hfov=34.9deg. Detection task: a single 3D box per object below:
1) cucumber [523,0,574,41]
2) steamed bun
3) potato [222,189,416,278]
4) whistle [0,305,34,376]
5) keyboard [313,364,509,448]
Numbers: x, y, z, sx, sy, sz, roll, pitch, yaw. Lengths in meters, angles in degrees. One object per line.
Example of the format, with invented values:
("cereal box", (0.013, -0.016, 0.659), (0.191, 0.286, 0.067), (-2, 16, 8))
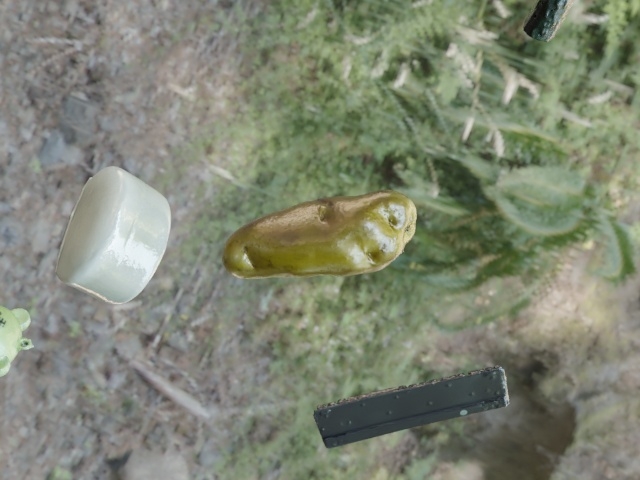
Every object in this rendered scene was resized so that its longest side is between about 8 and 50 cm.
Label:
("cucumber", (0.428, -0.445, 1.761), (0.211, 0.062, 0.078), (-61, -177, 43))
("steamed bun", (-0.378, -0.011, 1.900), (0.146, 0.164, 0.241), (32, 66, -39))
("potato", (0.000, 0.000, 1.904), (0.176, 0.369, 0.195), (79, 0, -49))
("whistle", (-0.592, 0.140, 1.602), (0.106, 0.289, 0.131), (101, 1, -46))
("keyboard", (0.108, 0.195, 1.214), (0.023, 0.231, 0.072), (-99, 174, -50))
